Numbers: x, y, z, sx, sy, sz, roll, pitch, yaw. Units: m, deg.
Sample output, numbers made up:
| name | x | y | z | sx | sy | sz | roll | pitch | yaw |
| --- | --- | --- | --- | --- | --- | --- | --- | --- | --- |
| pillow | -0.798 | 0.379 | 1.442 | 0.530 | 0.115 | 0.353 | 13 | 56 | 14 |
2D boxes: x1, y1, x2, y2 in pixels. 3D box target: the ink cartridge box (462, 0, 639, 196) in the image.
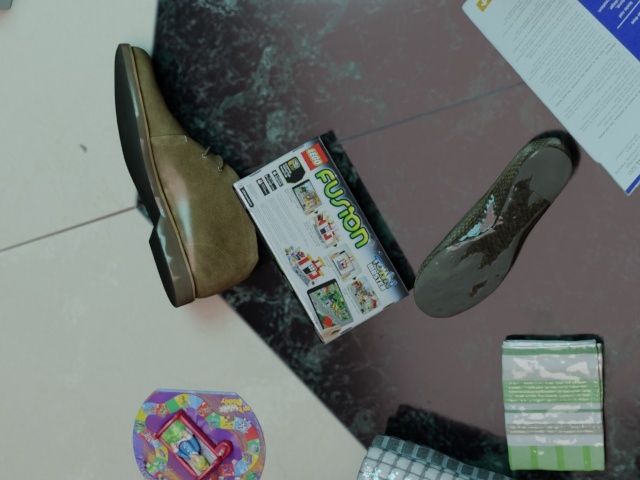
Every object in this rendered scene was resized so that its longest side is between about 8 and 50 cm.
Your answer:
| name | x | y | z | sx | sy | sz | roll | pitch | yaw |
| --- | --- | --- | --- | --- | --- | --- | --- | --- | --- |
| ink cartridge box | 0.282 | -0.199 | 1.523 | 0.069 | 0.371 | 0.176 | 27 | 111 | -35 |

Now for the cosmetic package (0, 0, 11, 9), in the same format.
| name | x | y | z | sx | sy | sz | roll | pitch | yaw |
| --- | --- | --- | --- | --- | --- | --- | --- | --- | --- |
| cosmetic package | -0.496 | -0.463 | 1.791 | 0.377 | 0.097 | 0.284 | 23 | 108 | 10 |

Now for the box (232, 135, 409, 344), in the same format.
| name | x | y | z | sx | sy | sz | roll | pitch | yaw |
| --- | --- | --- | --- | --- | --- | --- | --- | --- | --- |
| box | 0.000 | 0.000 | 1.754 | 0.114 | 0.036 | 0.207 | -30 | 92 | -6 |

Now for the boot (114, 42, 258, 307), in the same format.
| name | x | y | z | sx | sy | sz | roll | pitch | yaw |
| --- | --- | --- | --- | --- | --- | --- | --- | --- | --- |
| boot | -0.159 | -0.085 | 1.788 | 0.115 | 0.112 | 0.305 | -17 | 91 | -13 |

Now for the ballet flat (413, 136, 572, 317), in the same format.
| name | x | y | z | sx | sy | sz | roll | pitch | yaw |
| --- | --- | --- | --- | --- | --- | --- | --- | --- | --- |
| ballet flat | 0.189 | -0.016 | 1.719 | 0.084 | 0.058 | 0.250 | 29 | 114 | -15 |

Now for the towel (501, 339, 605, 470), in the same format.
| name | x | y | z | sx | sy | sz | roll | pitch | yaw |
| --- | --- | --- | --- | --- | --- | --- | --- | --- | --- |
| towel | 0.262 | 0.184 | 1.752 | 0.113 | 0.023 | 0.152 | -1 | 102 | 17 |

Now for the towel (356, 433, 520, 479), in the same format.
| name | x | y | z | sx | sy | sz | roll | pitch | yaw |
| --- | --- | --- | --- | --- | --- | --- | --- | --- | --- |
| towel | 0.127 | 0.385 | 1.775 | 0.235 | 0.121 | 0.284 | 19 | 103 | 9 |

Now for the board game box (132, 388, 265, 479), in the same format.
| name | x | y | z | sx | sy | sz | roll | pitch | yaw |
| --- | --- | --- | --- | --- | --- | --- | --- | --- | --- |
| board game box | -0.151 | 0.248 | 1.865 | 0.168 | 0.033 | 0.133 | 1 | 101 | 14 |
